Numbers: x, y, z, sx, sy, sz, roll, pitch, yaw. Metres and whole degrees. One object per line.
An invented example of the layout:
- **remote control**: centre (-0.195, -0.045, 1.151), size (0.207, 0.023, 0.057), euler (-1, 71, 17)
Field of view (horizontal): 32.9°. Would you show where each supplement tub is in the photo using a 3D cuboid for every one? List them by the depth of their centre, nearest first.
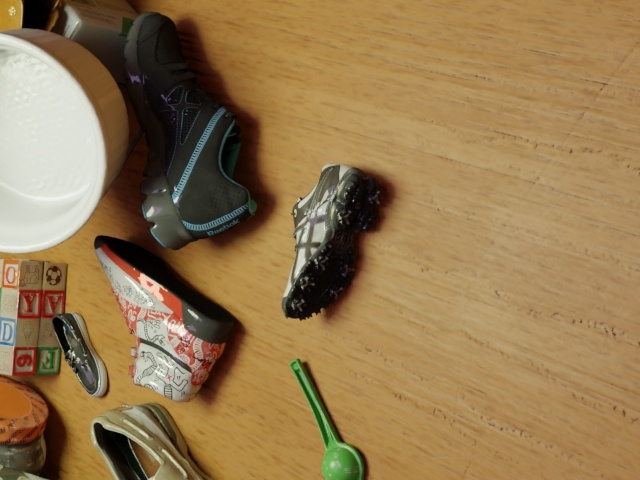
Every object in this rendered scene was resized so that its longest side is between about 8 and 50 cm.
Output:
- **supplement tub**: centre (-0.530, 0.367, 1.613), size (0.193, 0.193, 0.316), euler (36, 108, 35)

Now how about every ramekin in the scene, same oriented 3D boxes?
- **ramekin**: centre (-0.377, -0.135, 1.370), size (0.277, 0.135, 0.277), euler (4, 112, 11)

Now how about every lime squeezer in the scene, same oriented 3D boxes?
- **lime squeezer**: centre (0.006, 0.281, 1.256), size (0.310, 0.109, 0.059), euler (-91, 26, -45)

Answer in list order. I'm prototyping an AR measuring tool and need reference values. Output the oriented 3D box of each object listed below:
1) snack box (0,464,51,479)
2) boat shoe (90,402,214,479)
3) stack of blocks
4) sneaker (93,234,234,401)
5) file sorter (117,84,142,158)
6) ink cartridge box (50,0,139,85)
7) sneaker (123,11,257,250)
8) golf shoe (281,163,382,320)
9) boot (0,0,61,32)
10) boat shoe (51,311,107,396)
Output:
- **snack box**: centre (-0.463, 0.403, 1.499), size (0.187, 0.321, 0.060), euler (-64, 15, 16)
- **boat shoe**: centre (-0.198, 0.336, 1.406), size (0.302, 0.103, 0.113), euler (44, 113, 32)
- **stack of blocks**: centre (-0.530, 0.111, 1.702), size (0.297, 0.087, 0.171), euler (1, 87, 39)
- **sneaker**: centre (-0.242, 0.108, 1.470), size (0.270, 0.090, 0.145), euler (33, 104, 33)
- **file sorter**: centre (-0.347, -0.171, 1.530), size (0.104, 0.170, 0.118), euler (46, 114, 27)
- **ink cartridge box**: centre (-0.349, -0.323, 1.554), size (0.208, 0.153, 0.087), euler (51, 118, 31)
- **sneaker**: centre (-0.172, -0.157, 1.443), size (0.139, 0.125, 0.341), euler (-16, 72, 9)
- **golf shoe**: centre (0.000, 0.000, 1.305), size (0.094, 0.077, 0.198), euler (37, 102, 46)
- **boot**: centre (-0.455, -0.286, 1.477), size (0.211, 0.104, 0.295), euler (35, 108, 37)
- **boat shoe**: centre (-0.356, 0.168, 1.588), size (0.049, 0.040, 0.142), euler (-43, 61, 28)
